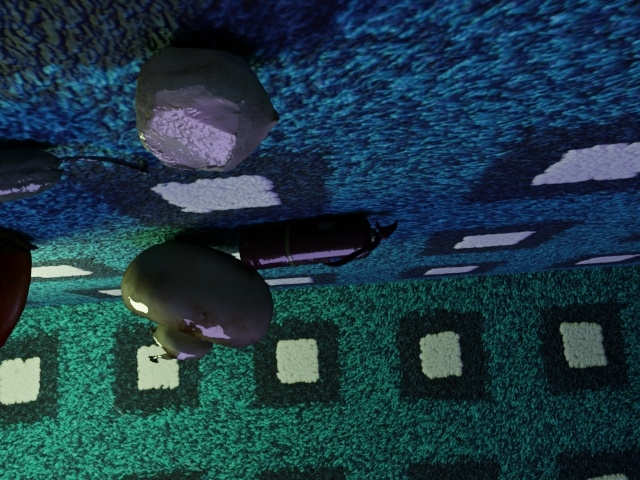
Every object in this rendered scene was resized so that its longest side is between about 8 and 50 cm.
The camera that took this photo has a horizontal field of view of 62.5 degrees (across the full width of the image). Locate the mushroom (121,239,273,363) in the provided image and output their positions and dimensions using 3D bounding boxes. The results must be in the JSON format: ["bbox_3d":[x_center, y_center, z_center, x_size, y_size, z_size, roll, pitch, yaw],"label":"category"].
[{"bbox_3d":[-0.295,0.160,1.247,0.362,0.295,0.362,19,175,2],"label":"mushroom"}]

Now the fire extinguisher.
[{"bbox_3d":[0.000,0.000,1.161,0.340,0.105,0.141,-7,-152,11],"label":"fire extinguisher"}]

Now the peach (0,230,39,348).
[{"bbox_3d":[-0.787,0.118,1.077,0.417,0.353,0.339,-49,166,9],"label":"peach"}]

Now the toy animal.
[{"bbox_3d":[-0.347,-0.091,0.673,0.252,0.070,0.079,-12,-152,-24],"label":"toy animal"}]

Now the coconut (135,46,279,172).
[{"bbox_3d":[-0.099,-0.115,0.474,0.124,0.110,0.110,2,169,-5],"label":"coconut"}]
